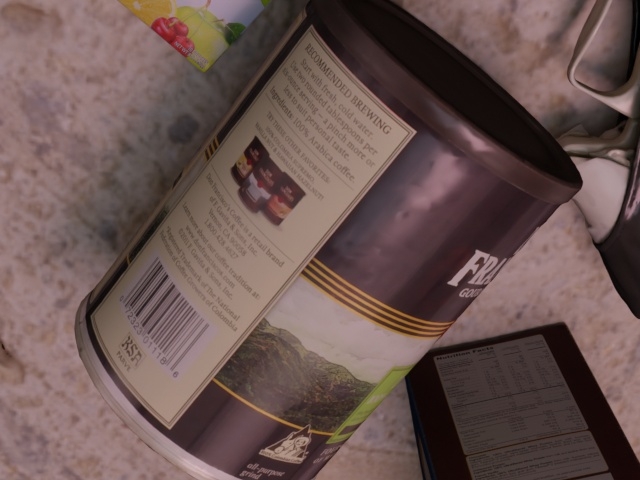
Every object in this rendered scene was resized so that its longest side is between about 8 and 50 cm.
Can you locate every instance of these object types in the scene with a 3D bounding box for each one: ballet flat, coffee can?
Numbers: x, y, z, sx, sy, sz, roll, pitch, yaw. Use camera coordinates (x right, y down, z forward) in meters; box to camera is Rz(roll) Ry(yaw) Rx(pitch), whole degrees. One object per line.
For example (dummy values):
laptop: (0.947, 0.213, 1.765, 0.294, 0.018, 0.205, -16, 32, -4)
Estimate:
ballet flat: (0.211, -0.084, 0.779, 0.096, 0.095, 0.281, 7, 106, 2)
coffee can: (0.000, 0.000, 0.734, 0.201, 0.201, 0.275, 33, 110, -19)

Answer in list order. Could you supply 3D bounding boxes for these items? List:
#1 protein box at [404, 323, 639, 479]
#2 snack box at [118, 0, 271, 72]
protein box: (0.153, 0.207, 0.852, 0.135, 0.201, 0.200, -11, 117, 1)
snack box: (-0.094, -0.190, 0.720, 0.141, 0.037, 0.100, 39, 106, -21)
